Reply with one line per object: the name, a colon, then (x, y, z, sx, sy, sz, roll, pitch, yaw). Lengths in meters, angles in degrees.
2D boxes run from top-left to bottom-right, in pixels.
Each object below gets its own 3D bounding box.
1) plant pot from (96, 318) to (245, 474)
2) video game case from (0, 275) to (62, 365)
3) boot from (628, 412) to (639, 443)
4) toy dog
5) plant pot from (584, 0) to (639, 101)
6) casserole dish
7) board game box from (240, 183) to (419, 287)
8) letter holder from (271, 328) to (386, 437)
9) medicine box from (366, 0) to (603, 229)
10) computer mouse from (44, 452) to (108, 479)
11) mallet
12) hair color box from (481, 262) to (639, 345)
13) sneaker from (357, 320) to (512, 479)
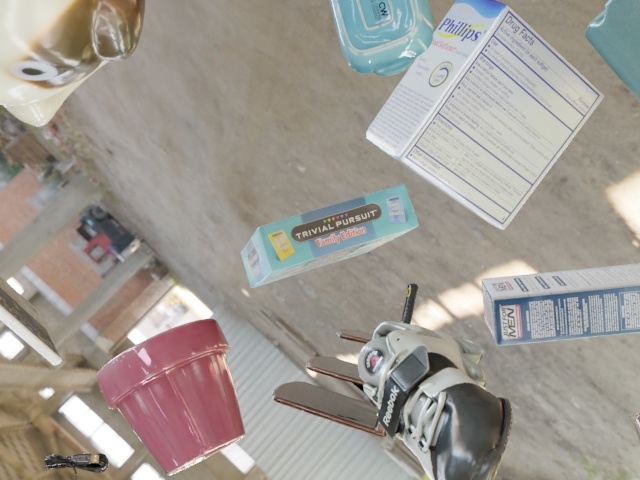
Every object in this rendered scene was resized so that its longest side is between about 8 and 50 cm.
plant pot: (-0.209, 0.243, 1.115, 0.180, 0.201, 0.201, 62, 172, 13)
video game case: (-0.566, 0.130, 1.368, 0.173, 0.022, 0.190, 42, 166, 44)
boot: (0.546, 0.311, 1.147, 0.115, 0.112, 0.305, 60, -178, 16)
toy dog: (-0.305, -0.301, 0.798, 0.285, 0.395, 0.408, 31, -154, -34)
plant pot: (0.541, -0.237, 0.920, 0.334, 0.341, 0.341, 48, 169, 8)
casserole dish: (0.063, -0.287, 0.868, 0.037, 0.114, 0.188, 12, -116, -71)
board game box: (0.000, 0.000, 1.326, 0.336, 0.254, 0.079, 143, 110, -76)
letter holder: (0.043, 0.240, 1.370, 0.215, 0.152, 0.302, 15, 176, 9)
medicine box: (0.274, -0.212, 1.243, 0.263, 0.289, 0.149, 30, -170, -30)
computer mouse: (-0.414, 0.458, 1.286, 0.042, 0.106, 0.192, -131, 36, -79)
mallet: (0.109, 0.150, 1.050, 0.039, 0.189, 0.062, 28, 142, -21)
hair color box: (0.524, 0.131, 1.539, 0.174, 0.347, 0.105, -65, -31, -78)
sneaker: (0.106, 0.172, 0.793, 0.146, 0.122, 0.330, 24, -171, -3)
